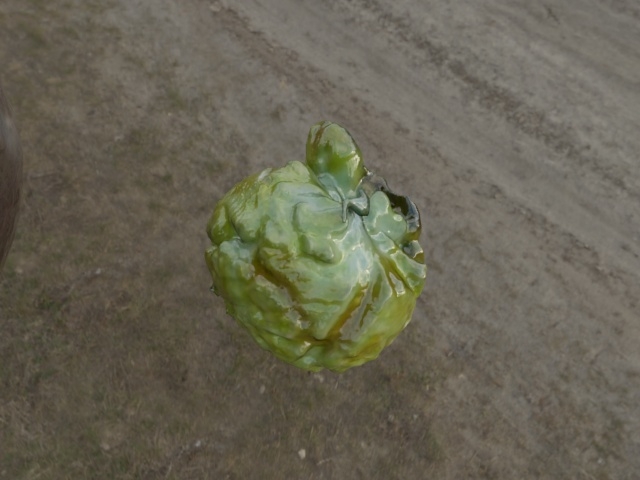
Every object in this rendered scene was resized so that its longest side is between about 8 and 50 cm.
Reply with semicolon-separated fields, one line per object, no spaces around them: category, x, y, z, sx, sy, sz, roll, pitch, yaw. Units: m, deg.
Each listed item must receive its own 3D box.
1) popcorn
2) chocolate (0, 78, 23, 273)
popcorn;0.000;0.000;0.554;0.197;0.198;0.213;21;67;10
chocolate;-0.354;-0.029;0.343;0.383;0.384;0.331;-2;32;-10
